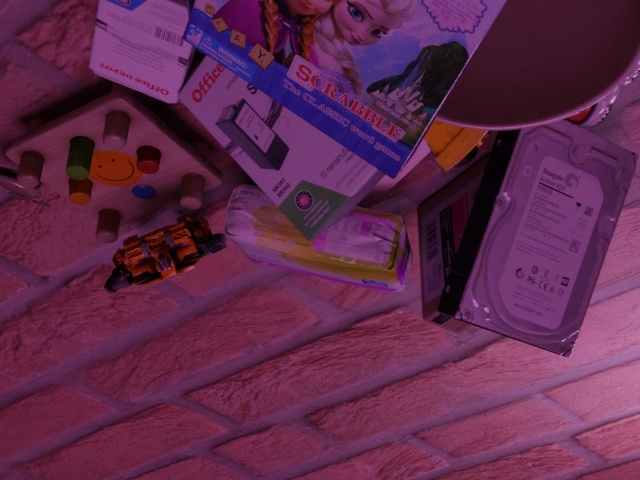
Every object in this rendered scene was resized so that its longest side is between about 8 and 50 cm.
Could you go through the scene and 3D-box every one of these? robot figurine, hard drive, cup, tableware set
[{"bbox_3d":[-0.264,0.018,1.923,0.211,0.085,0.291,-23,-175,-6],"label":"robot figurine"},{"bbox_3d":[0.336,-0.013,1.760,0.237,0.339,0.064,21,177,-28],"label":"hard drive"},{"bbox_3d":[0.225,-0.331,1.430,0.331,0.237,0.331,1,145,1],"label":"cup"},{"bbox_3d":[-0.544,-0.117,1.906,0.194,0.039,0.128,17,166,13],"label":"tableware set"}]

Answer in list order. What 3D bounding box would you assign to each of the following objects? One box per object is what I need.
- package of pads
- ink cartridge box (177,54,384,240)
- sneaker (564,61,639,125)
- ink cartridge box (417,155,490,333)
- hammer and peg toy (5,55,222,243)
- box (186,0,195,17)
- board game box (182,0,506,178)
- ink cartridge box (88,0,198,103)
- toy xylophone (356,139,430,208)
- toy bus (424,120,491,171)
[{"bbox_3d":[0.000,0.000,1.923,0.296,0.101,0.229,12,169,10],"label":"package of pads"},{"bbox_3d":[-0.030,-0.179,1.606,0.289,0.121,0.211,47,127,6],"label":"ink cartridge box"},{"bbox_3d":[0.385,-0.262,1.645,0.118,0.107,0.279,11,144,-5],"label":"sneaker"},{"bbox_3d":[0.255,0.008,1.921,0.088,0.235,0.193,21,140,-28],"label":"ink cartridge box"},{"bbox_3d":[-0.280,-0.134,1.827,0.361,0.127,0.266,-19,140,27],"label":"hammer and peg toy"},{"bbox_3d":[-0.065,-0.359,1.474,0.207,0.153,0.108,-1,145,1],"label":"box"},{"bbox_3d":[0.024,-0.265,1.301,0.318,0.066,0.318,33,139,4],"label":"board game box"},{"bbox_3d":[-0.236,-0.299,1.605,0.139,0.082,0.191,22,144,-3],"label":"ink cartridge box"},{"bbox_3d":[0.048,-0.148,1.835,0.236,0.081,0.322,25,139,-31],"label":"toy xylophone"},{"bbox_3d":[0.186,-0.237,1.645,0.211,0.220,0.149,41,132,1],"label":"toy bus"}]
